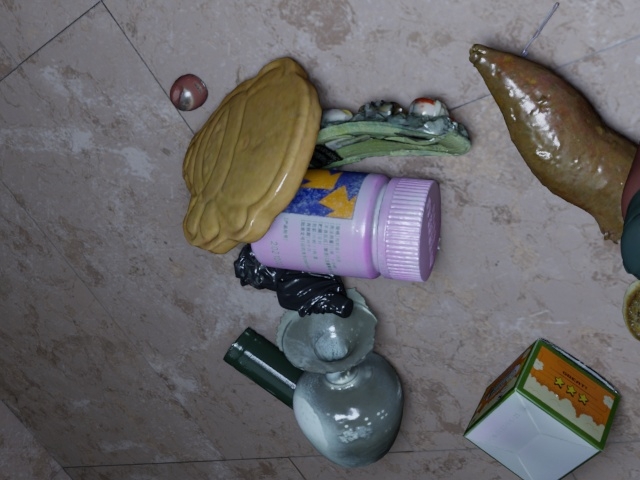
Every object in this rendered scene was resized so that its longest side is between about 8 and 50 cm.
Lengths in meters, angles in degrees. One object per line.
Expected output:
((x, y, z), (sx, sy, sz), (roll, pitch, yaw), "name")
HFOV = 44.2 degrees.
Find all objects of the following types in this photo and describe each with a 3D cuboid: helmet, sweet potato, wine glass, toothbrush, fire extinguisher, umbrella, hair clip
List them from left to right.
((-0.249, -0.260, 1.433), (0.084, 0.049, 0.065), (-25, 110, 44), "helmet")
((-0.054, 0.083, 1.518), (0.272, 0.122, 0.110), (26, 94, 33), "umbrella")
((-0.061, 0.313, 1.765), (0.311, 0.114, 0.095), (36, 179, 5), "fire extinguisher")
((0.047, 0.288, 1.571), (0.238, 0.238, 0.323), (11, 133, 26), "wine glass")
((0.083, -0.175, 1.253), (0.321, 0.138, 0.091), (-1, 80, 35), "hair clip")
((0.298, -0.284, 1.075), (0.008, 0.006, 0.097), (25, 137, -3), "toothbrush")
((0.325, -0.146, 1.090), (0.337, 0.131, 0.131), (40, 137, -2), "sweet potato")

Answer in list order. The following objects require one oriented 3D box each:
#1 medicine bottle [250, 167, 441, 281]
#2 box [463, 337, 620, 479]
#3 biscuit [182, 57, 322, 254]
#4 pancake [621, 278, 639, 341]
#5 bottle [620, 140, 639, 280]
((0.044, -0.029, 1.316), (0.291, 0.178, 0.178), (6, 129, 20), "medicine bottle")
((0.394, 0.312, 1.412), (0.177, 0.148, 0.195), (36, 138, 7), "box")
((-0.133, -0.132, 1.299), (0.057, 0.312, 0.351), (24, 151, -35), "biscuit")
((0.546, 0.118, 1.232), (0.158, 0.028, 0.158), (19, 132, 23), "pancake")
((0.431, -0.074, 0.920), (0.144, 0.336, 0.144), (18, 132, 21), "bottle")
